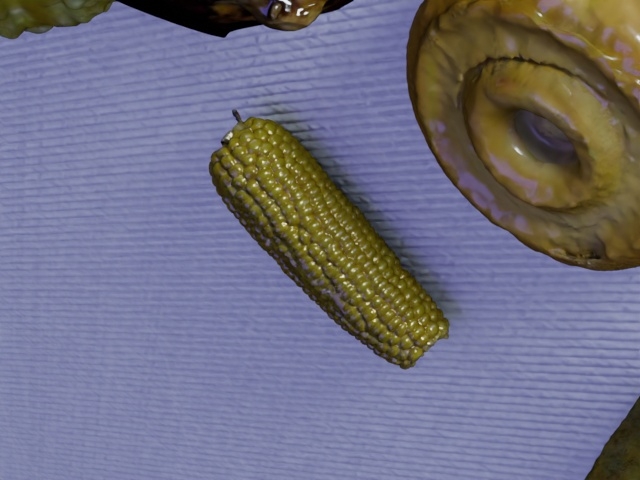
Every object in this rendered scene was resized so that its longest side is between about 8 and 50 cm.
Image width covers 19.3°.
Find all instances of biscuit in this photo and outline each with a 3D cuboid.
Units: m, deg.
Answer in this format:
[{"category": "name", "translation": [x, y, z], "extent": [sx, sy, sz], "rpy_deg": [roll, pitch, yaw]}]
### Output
[{"category": "biscuit", "translation": [0.192, -0.100, 1.519], "extent": [0.296, 0.102, 0.296], "rpy_deg": [30, 143, 25]}]

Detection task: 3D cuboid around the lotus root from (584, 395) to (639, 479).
[{"category": "lotus root", "translation": [0.302, 0.318, 1.710], "extent": [0.149, 0.260, 0.267], "rpy_deg": [19, 140, 33]}]

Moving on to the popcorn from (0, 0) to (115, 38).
[{"category": "popcorn", "translation": [-0.275, -0.300, 1.745], "extent": [0.256, 0.195, 0.255], "rpy_deg": [29, 154, 25]}]

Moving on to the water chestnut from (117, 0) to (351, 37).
[{"category": "water chestnut", "translation": [-0.071, -0.334, 1.404], "extent": [0.335, 0.347, 0.335], "rpy_deg": [4, 172, 1]}]

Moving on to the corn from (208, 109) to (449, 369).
[{"category": "corn", "translation": [0.000, 0.000, 1.847], "extent": [0.310, 0.101, 0.101], "rpy_deg": [49, 148, -9]}]
